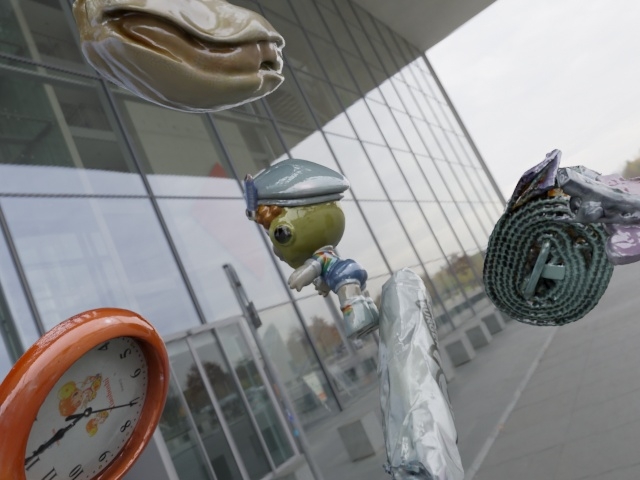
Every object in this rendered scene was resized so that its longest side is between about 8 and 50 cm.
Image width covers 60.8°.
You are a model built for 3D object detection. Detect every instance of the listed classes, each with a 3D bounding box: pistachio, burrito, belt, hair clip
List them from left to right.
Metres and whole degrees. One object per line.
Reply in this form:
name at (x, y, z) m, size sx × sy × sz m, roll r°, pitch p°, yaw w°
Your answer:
pistachio at (-0.289, -0.414, 1.126) m, size 0.445 × 0.282 × 0.365 m, roll 13°, pitch 16°, yaw 0°
burrito at (0.141, 0.227, 0.834) m, size 0.101 × 0.446 × 0.139 m, roll 14°, pitch -53°, yaw -9°
belt at (0.404, 0.013, 0.956) m, size 0.160 × 0.206 × 0.295 m, roll -48°, pitch -25°, yaw -48°
hair clip at (0.306, -0.032, 0.506) m, size 0.187 × 0.056 × 0.146 m, roll 3°, pitch 31°, yaw 0°

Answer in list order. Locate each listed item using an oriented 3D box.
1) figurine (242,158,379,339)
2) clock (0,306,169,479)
figurine at (0.014, 0.005, 1.069) m, size 0.205 × 0.382 × 0.224 m, roll -37°, pitch -7°, yaw 17°
clock at (-0.225, 0.163, 0.524) m, size 0.051 × 0.205 × 0.205 m, roll 14°, pitch 7°, yaw 25°
